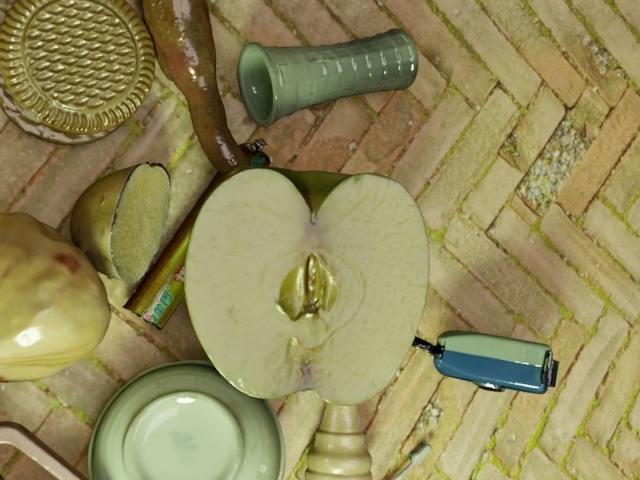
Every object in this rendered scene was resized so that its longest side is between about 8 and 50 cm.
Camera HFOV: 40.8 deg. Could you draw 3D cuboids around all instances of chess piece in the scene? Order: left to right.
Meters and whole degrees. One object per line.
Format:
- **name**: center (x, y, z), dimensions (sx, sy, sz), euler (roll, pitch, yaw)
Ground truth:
- **chess piece**: center (0.043, 0.222, 1.499), dimensions (0.117, 0.117, 0.397), euler (6, 84, -24)

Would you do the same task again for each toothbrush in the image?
- **toothbrush**: center (0.092, 0.473, 1.554), dimensions (0.304, 0.030, 0.030), euler (-40, 104, -20)

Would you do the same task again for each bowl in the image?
- **bowl**: center (-0.204, 0.325, 1.308), dimensions (0.307, 0.163, 0.307), euler (2, 71, -4)

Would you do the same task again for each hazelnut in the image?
- **hazelnut**: center (-0.425, 0.096, 1.219), dimensions (0.241, 0.261, 0.261), euler (-39, 105, -53)

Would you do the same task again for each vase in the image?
- **vase**: center (0.020, -0.295, 1.495), dimensions (0.299, 0.143, 0.143), euler (-16, 95, -27)

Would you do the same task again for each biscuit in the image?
- **biscuit**: center (-0.387, -0.276, 1.341), dimensions (0.259, 0.079, 0.259), euler (1, 88, -25)

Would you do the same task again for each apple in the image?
- **apple**: center (-0.026, 0.069, 1.335), dimensions (0.312, 0.320, 0.360), euler (-4, 99, -57)

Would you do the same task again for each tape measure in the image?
- **tape measure**: center (0.254, 0.213, 1.583), dimensions (0.351, 0.215, 0.097), euler (10, 81, 21)

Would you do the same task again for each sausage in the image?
- **sausage**: center (-0.189, -0.021, 1.424), dimensions (0.082, 0.082, 0.371), euler (38, 74, -18)

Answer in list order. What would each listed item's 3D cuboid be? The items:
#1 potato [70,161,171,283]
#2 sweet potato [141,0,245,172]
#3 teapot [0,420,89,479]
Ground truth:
- **potato**: center (-0.323, -0.038, 1.339), dimensions (0.117, 0.182, 0.202), euler (8, 66, 15)
- **sweet potato**: center (-0.214, -0.295, 1.403), dimensions (0.109, 0.109, 0.385), euler (-18, 96, -23)
- **teapot**: center (-0.465, 0.457, 1.168), dimensions (0.362, 0.305, 0.376), euler (40, 78, -11)
